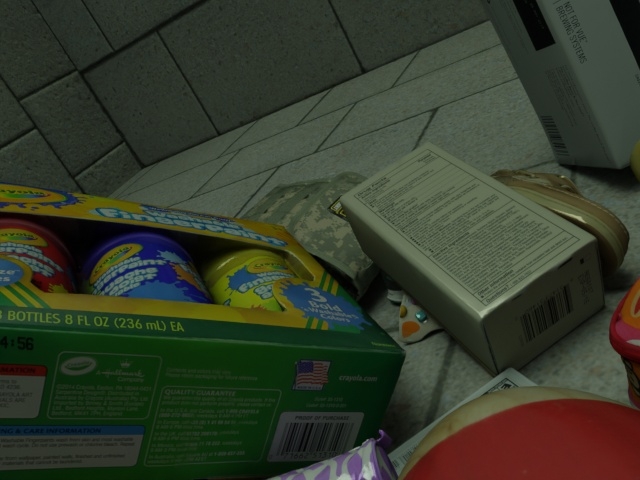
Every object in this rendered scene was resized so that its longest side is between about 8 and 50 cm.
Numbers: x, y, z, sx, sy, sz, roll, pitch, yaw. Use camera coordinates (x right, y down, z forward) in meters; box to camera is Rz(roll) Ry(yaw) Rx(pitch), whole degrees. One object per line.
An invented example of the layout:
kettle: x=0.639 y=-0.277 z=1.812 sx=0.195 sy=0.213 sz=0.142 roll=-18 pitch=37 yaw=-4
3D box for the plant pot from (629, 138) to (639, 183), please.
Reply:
plant pot: x=0.439 y=-0.070 z=0.737 sx=0.134 sy=0.134 sz=0.095 roll=-18 pitch=52 yaw=28

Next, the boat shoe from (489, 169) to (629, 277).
boat shoe: x=0.291 y=-0.046 z=0.850 sx=0.110 sy=0.122 sz=0.341 roll=-33 pitch=20 yaw=-7

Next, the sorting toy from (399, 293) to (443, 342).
sorting toy: x=0.147 y=0.094 z=0.850 sx=0.075 sy=0.045 sz=0.083 roll=0 pitch=31 yaw=18

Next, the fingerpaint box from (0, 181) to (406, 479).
fingerpaint box: x=-0.194 y=0.081 z=0.708 sx=0.444 sy=0.163 sz=0.371 roll=9 pitch=17 yaw=-27

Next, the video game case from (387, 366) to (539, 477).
video game case: x=0.155 y=0.210 z=0.591 sx=0.190 sy=0.022 sz=0.173 roll=-32 pitch=21 yaw=-9

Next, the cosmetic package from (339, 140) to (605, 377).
cosmetic package: x=0.172 y=0.007 z=0.791 sx=0.160 sy=0.113 sz=0.309 roll=-32 pitch=37 yaw=-8

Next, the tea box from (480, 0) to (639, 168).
tea box: x=0.459 y=-0.326 z=0.932 sx=0.323 sy=0.329 sz=0.220 roll=-28 pitch=9 yaw=3

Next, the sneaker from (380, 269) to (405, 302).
sneaker: x=0.155 y=0.018 z=0.944 sx=0.166 sy=0.076 sz=0.065 roll=-38 pitch=23 yaw=-20

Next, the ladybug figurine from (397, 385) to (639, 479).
ladybug figurine: x=0.151 y=0.233 z=0.323 sx=0.305 sy=0.162 sz=0.449 roll=-27 pitch=26 yaw=5

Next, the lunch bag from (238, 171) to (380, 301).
lunch bag: x=0.000 y=0.000 z=1.070 sx=0.287 sy=0.169 sz=0.235 roll=-3 pitch=30 yaw=36

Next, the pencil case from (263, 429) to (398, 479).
pencil case: x=-0.025 y=0.233 z=0.556 sx=0.206 sy=0.086 sz=0.088 roll=-19 pitch=52 yaw=7

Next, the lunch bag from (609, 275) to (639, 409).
lunch bag: x=0.409 y=0.048 z=0.512 sx=0.293 sy=0.120 sz=0.258 roll=-43 pitch=29 yaw=-27
